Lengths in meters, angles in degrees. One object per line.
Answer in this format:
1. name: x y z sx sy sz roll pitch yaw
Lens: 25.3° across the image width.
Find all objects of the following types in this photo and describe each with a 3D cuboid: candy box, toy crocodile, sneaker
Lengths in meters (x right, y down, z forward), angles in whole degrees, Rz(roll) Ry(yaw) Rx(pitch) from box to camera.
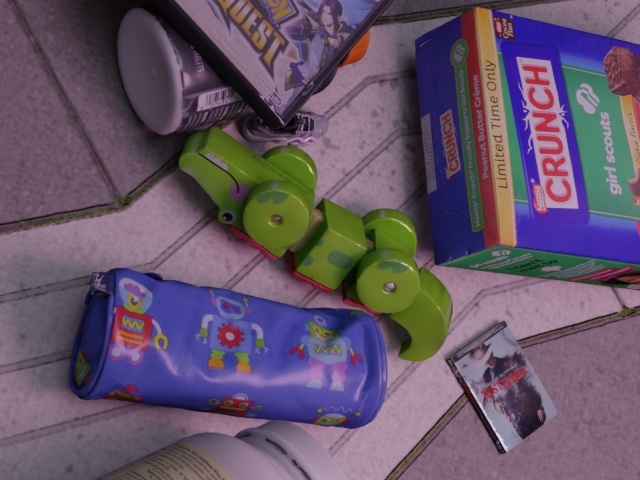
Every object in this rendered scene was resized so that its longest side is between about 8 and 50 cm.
1. candy box: 0.270 -0.094 1.573 0.317 0.122 0.268 6 72 -31
2. toy crocodile: 0.000 0.000 1.442 0.340 0.105 0.115 32 25 -17
3. sneaker: -0.025 -0.120 1.476 0.098 0.069 0.038 -8 88 -26

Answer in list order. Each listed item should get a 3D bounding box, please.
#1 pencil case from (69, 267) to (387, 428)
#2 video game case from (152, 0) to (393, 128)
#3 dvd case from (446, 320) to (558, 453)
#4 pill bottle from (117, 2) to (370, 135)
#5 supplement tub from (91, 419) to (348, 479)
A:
1. pencil case: -0.087 0.102 1.354 0.306 0.119 0.133 11 60 -24
2. video game case: -0.054 -0.289 1.352 0.275 0.035 0.248 47 70 -20
3. dvd case: 0.197 0.158 1.542 0.087 0.013 0.119 -30 89 -30
4. pill bottle: -0.070 -0.196 1.443 0.246 0.130 0.130 -19 85 -31
5. supplement tub: -0.135 0.304 1.204 0.325 0.235 0.235 -21 86 -30
